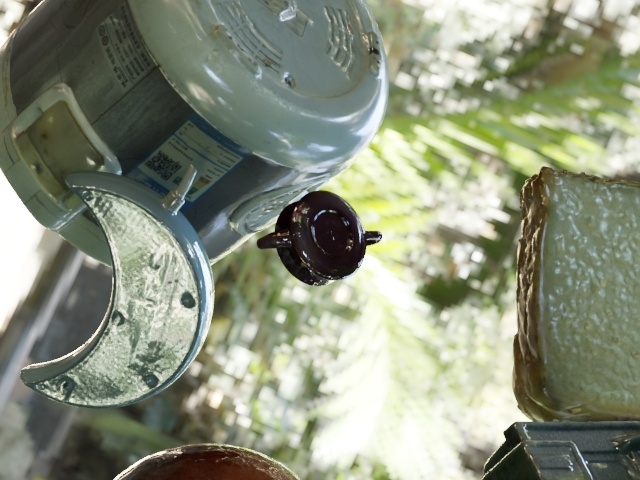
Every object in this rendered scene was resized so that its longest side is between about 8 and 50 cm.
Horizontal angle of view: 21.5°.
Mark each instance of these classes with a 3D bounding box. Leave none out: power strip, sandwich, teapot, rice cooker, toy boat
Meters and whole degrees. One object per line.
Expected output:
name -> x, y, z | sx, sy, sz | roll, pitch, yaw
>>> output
power strip -> -0.147, 0.034, 1.287 | 0.044, 0.137, 0.216 | -65, 173, -70
sandwich -> 0.291, 0.054, 1.459 | 0.087, 0.251, 0.226 | 154, -61, -76
teapot -> 0.000, 0.000, 1.231 | 0.045, 0.100, 0.068 | -22, -108, 52
rice cooker -> -0.114, -0.125, 1.407 | 0.277, 0.288, 0.288 | -36, -162, 35
toy boat -> 0.232, 0.166, 0.969 | 0.092, 0.319, 0.141 | -51, -131, 36

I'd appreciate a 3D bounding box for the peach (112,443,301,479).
peach -> -0.109, 0.295, 1.445 | 0.252, 0.252, 0.252 | 23, 90, -89
